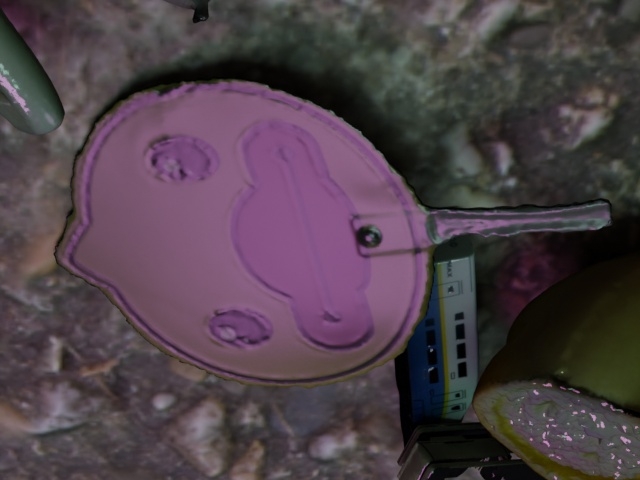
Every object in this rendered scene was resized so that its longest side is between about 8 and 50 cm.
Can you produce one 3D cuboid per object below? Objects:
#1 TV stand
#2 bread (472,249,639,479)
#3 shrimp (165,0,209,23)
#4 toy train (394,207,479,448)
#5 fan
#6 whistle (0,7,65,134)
[{"bbox_3d":[0.159,0.143,1.074,0.249,0.042,0.036,1,128,-32],"label":"TV stand"},{"bbox_3d":[0.228,0.088,0.998,0.261,0.156,0.158,30,154,-14],"label":"bread"},{"bbox_3d":[-0.086,-0.178,0.685,0.343,0.116,0.145,-38,142,-8],"label":"shrimp"},{"bbox_3d":[0.074,0.082,1.036,0.051,0.052,0.234,-10,133,-3],"label":"toy train"},{"bbox_3d":[0.000,-0.001,0.926,0.335,0.011,0.229,-4,127,18],"label":"fan"},{"bbox_3d":[-0.201,-0.142,0.762,0.110,0.092,0.244,14,144,47],"label":"whistle"}]
